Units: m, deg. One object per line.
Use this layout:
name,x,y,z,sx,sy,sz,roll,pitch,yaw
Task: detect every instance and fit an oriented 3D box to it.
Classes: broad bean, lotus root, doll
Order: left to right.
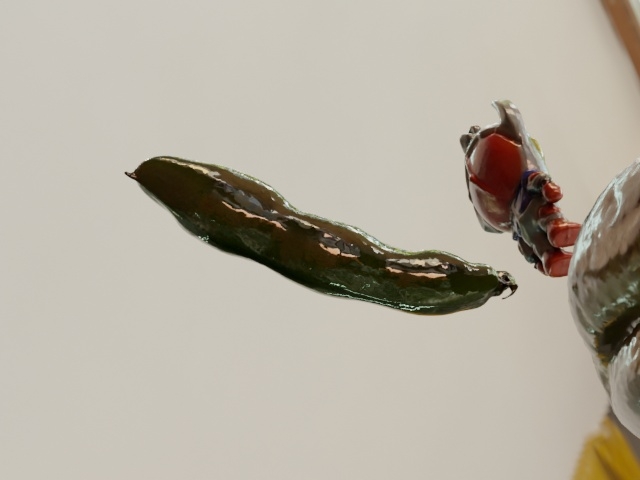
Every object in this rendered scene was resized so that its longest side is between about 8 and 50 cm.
broad bean,0.000,0.003,1.090,0.254,0.046,0.065,19,-133,-6
doll,0.153,-0.042,1.389,0.062,0.104,0.195,-22,-144,-6
lotus root,0.238,0.033,1.072,0.193,0.291,0.193,2,-111,-6
